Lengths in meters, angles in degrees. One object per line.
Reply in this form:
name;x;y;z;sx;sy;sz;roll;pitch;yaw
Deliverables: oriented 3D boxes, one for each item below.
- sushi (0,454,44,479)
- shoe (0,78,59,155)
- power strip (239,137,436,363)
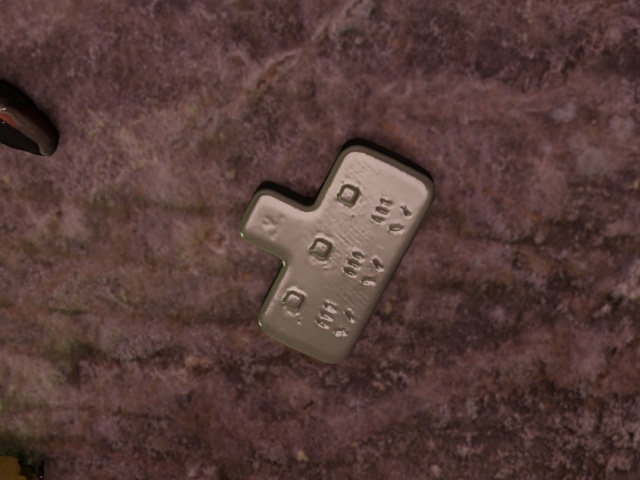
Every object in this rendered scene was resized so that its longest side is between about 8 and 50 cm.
sushi;-0.420;0.406;1.864;0.139;0.131;0.291;6;107;5
shoe;-0.447;-0.145;1.699;0.291;0.114;0.137;22;101;-3
power strip;0.000;0.000;1.762;0.193;0.059;0.265;25;107;-6
